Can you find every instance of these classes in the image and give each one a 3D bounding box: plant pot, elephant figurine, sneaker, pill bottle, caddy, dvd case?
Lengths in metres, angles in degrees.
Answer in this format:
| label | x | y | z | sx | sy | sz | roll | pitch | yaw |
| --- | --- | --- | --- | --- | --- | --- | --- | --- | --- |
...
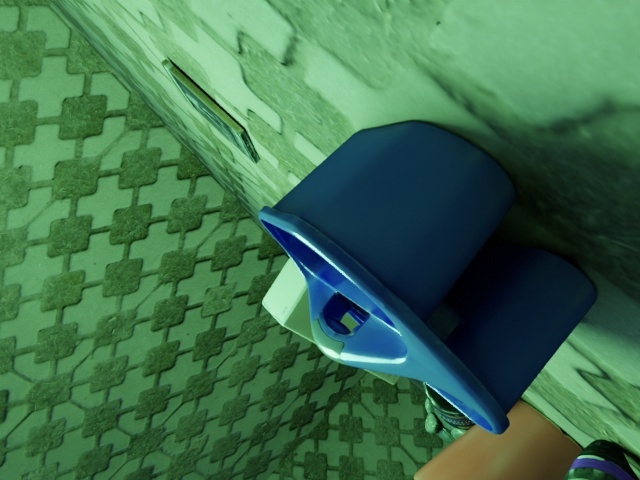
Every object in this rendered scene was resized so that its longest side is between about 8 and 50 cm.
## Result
| label | x | y | z | sx | sy | sz | roll | pitch | yaw |
| --- | --- | --- | --- | --- | --- | --- | --- | --- | --- |
| plant pot | 0.347 | 0.440 | 1.008 | 0.275 | 0.243 | 0.275 | 43 | 173 | 6 |
| elephant figurine | 0.372 | 0.439 | 1.337 | 0.186 | 0.169 | 0.239 | 16 | 169 | -25 |
| sneaker | 0.415 | 0.393 | 0.734 | 0.102 | 0.146 | 0.293 | -16 | 106 | 43 |
| pill bottle | 0.283 | 0.308 | 1.111 | 0.123 | 0.123 | 0.219 | 40 | 172 | 34 |
| caddy | 0.064 | 0.037 | 0.510 | 0.241 | 0.179 | 0.341 | 47 | 173 | -16 |
| dvd case | -0.217 | -0.255 | 1.123 | 0.221 | 0.018 | 0.164 | 43 | 174 | 11 |

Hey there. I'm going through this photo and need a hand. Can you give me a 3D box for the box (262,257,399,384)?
| label | x | y | z | sx | sy | sz | roll | pitch | yaw |
| --- | --- | --- | --- | --- | --- | --- | --- | --- | --- |
| box | 0.046 | 0.171 | 1.181 | 0.311 | 0.121 | 0.148 | 33 | 179 | -27 |
